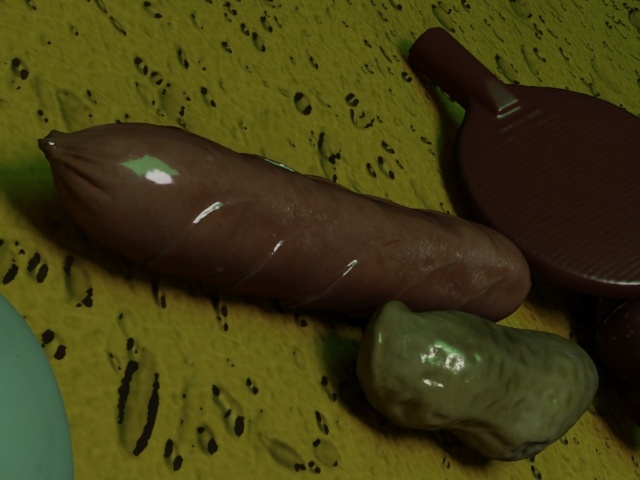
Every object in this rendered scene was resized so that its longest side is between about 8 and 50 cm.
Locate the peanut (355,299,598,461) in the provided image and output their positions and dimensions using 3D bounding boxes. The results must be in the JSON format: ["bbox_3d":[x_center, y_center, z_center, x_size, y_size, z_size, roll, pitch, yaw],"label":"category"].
[{"bbox_3d":[0.107,0.090,0.916,0.214,0.099,0.099,23,40,-44],"label":"peanut"}]

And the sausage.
[{"bbox_3d":[0.001,0.001,0.873,0.433,0.088,0.088,15,46,-47],"label":"sausage"}]

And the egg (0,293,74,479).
[{"bbox_3d":[-0.169,0.103,0.426,0.168,0.168,0.231,39,58,-23],"label":"egg"}]

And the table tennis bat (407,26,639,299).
[{"bbox_3d":[0.189,-0.072,1.167,0.200,0.038,0.310,-28,60,-30],"label":"table tennis bat"}]

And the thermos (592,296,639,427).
[{"bbox_3d":[0.283,0.051,1.207,0.109,0.136,0.330,12,38,-3],"label":"thermos"}]
